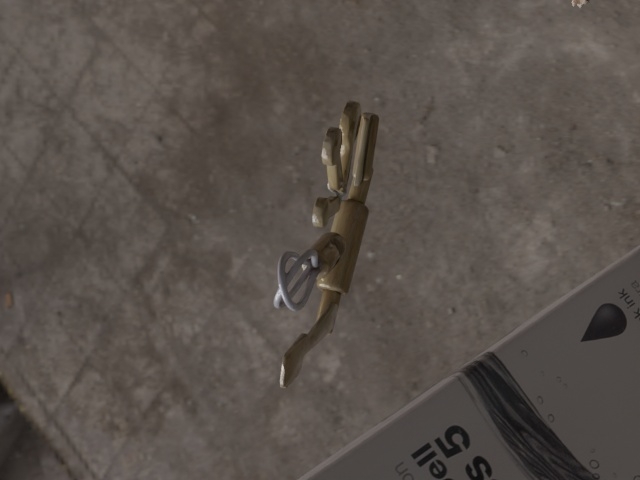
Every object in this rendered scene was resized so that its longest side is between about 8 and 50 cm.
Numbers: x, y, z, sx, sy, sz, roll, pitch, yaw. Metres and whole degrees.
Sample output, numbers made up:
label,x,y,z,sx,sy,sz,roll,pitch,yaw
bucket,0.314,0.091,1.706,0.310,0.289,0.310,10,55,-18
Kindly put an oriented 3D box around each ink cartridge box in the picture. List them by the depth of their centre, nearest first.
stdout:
label,x,y,z,sx,sy,sz,roll,pitch,yaw
ink cartridge box,0.121,0.142,0.529,0.198,0.273,0.115,55,152,9

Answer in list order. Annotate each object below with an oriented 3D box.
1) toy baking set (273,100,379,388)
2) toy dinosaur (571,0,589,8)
label,x,y,z,sx,sy,sz,roll,pitch,yaw
toy baking set,0.002,0.001,0.933,0.030,0.197,0.256,11,79,14
toy dinosaur,0.388,-0.462,1.609,0.127,0.200,0.296,-34,95,36
